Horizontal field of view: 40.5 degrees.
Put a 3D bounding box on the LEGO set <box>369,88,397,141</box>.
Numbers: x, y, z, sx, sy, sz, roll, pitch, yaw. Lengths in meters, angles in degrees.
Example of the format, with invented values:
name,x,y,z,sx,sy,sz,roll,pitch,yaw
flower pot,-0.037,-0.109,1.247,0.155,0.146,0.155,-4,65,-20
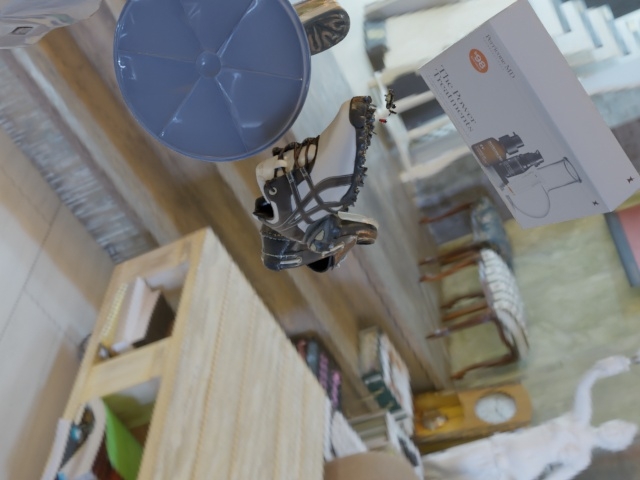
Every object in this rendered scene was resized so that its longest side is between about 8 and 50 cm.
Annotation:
name,x,y,z,sx,sy,sz,roll,pitch,yaw
LEGO set,0.045,-0.125,0.886,0.083,0.023,0.054,-25,130,-43

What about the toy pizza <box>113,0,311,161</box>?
name,x,y,z,sx,sy,sz,roll,pitch,yaw
toy pizza,-0.107,-0.177,0.860,0.201,0.201,0.032,64,18,-16

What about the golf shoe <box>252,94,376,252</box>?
name,x,y,z,sx,sy,sz,roll,pitch,yaw
golf shoe,-0.011,-0.059,0.780,0.198,0.093,0.077,114,-10,-51

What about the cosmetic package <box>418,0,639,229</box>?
name,x,y,z,sx,sy,sz,roll,pitch,yaw
cosmetic package,0.362,-0.209,1.546,0.377,0.097,0.284,55,-20,-5

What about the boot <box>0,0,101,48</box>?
name,x,y,z,sx,sy,sz,roll,pitch,yaw
boot,-0.306,-0.281,0.894,0.095,0.258,0.123,-8,94,-38

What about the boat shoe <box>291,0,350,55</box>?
name,x,y,z,sx,sy,sz,roll,pitch,yaw
boat shoe,-0.100,-0.414,1.770,0.118,0.320,0.103,68,-2,-50

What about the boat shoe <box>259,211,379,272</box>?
name,x,y,z,sx,sy,sz,roll,pitch,yaw
boat shoe,0.000,0.000,1.069,0.233,0.084,0.079,0,90,-60
